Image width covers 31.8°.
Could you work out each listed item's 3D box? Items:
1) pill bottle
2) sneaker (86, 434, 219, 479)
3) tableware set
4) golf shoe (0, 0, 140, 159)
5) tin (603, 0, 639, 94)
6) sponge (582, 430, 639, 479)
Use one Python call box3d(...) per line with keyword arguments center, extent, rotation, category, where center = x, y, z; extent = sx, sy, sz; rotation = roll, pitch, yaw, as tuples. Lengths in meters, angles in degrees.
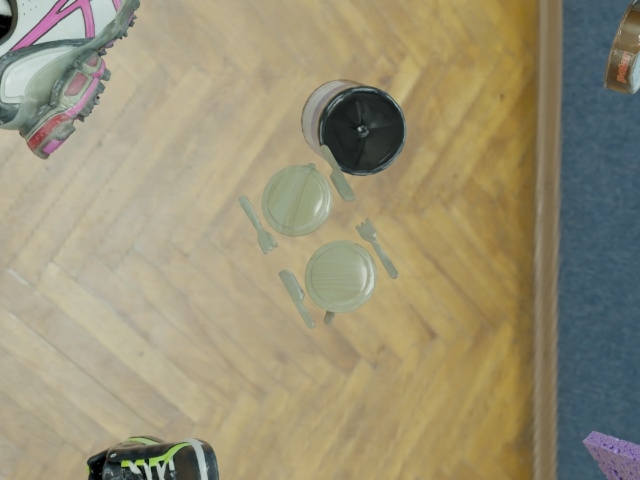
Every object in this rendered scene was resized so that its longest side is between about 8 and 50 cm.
box3d(center=(0.039, -0.165, 1.589), extent=(0.123, 0.219, 0.122), rotation=(-2, 102, -9), category="pill bottle")
box3d(center=(-0.201, 0.278, 1.302), extent=(0.097, 0.235, 0.084), rotation=(-8, 88, -36), category="sneaker")
box3d(center=(0.000, 0.000, 1.327), extent=(0.128, 0.194, 0.039), rotation=(-31, 163, 6), category="tableware set")
box3d(center=(-0.158, -0.132, 0.660), extent=(0.086, 0.067, 0.186), rotation=(38, 33, -23), category="golf shoe")
box3d(center=(0.373, -0.237, 1.290), extent=(0.189, 0.040, 0.106), rotation=(-47, 154, -45), category="tin")
box3d(center=(0.489, 0.356, 1.678), extent=(0.031, 0.210, 0.117), rotation=(-37, 105, -15), category="sponge")
